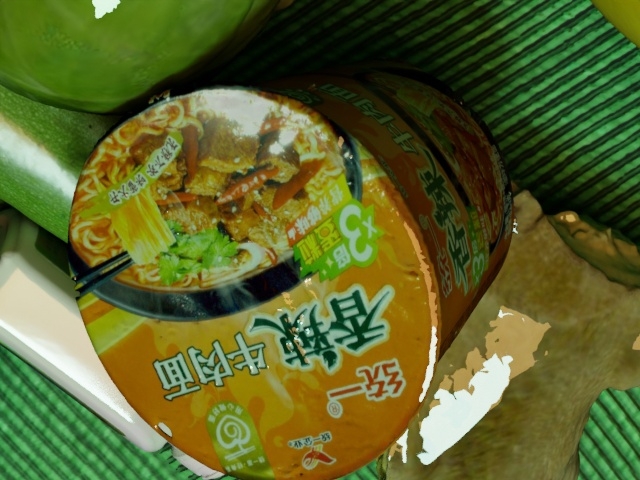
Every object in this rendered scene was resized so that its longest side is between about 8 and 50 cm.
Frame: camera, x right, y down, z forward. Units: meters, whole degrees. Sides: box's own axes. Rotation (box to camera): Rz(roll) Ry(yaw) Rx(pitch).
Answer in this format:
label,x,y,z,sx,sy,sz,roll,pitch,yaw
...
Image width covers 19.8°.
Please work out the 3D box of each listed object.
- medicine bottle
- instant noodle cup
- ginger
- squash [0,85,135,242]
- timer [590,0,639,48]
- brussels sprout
label,x,y,z,sx,sy,sz,roll,pitch,yaw
medicine bottle,-0.137,0.072,1.203,0.219,0.115,0.078,39,93,-19
instant noodle cup,0.000,0.000,1.054,0.230,0.182,0.230,11,113,27
ginger,0.136,0.089,1.212,0.221,0.130,0.275,-8,121,-3
squash,-0.179,-0.070,1.141,0.379,0.101,0.101,40,111,-19
timer,0.274,-0.205,0.958,0.376,0.376,0.387,-16,141,8
brussels sprout,-0.101,-0.181,1.018,0.244,0.244,0.244,0,118,0
